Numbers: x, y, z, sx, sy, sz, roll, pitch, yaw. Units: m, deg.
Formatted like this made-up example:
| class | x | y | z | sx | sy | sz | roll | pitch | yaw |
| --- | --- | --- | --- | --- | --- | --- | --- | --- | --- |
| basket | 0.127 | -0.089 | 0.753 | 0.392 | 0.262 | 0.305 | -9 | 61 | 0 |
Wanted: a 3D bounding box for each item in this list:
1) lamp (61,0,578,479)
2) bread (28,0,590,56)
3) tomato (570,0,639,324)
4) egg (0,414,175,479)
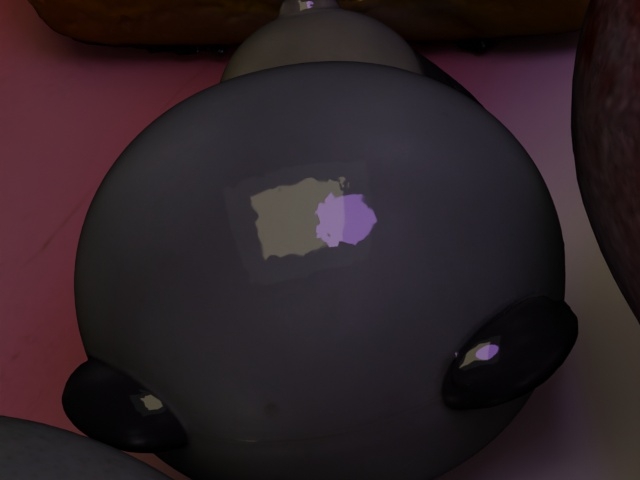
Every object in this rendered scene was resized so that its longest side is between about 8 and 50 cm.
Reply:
| class | x | y | z | sx | sy | sz | roll | pitch | yaw |
| --- | --- | --- | --- | --- | --- | --- | --- | --- | --- |
| lamp | 0.000 | 0.000 | 0.747 | 0.198 | 0.198 | 0.244 | -9 | 31 | 7 |
| bread | 0.005 | -0.256 | 0.933 | 0.337 | 0.148 | 0.328 | 3 | 56 | 14 |
| tomato | 0.244 | -0.039 | 0.624 | 0.282 | 0.316 | 0.317 | -38 | 44 | 34 |
| egg | -0.095 | 0.158 | 0.640 | 0.236 | 0.169 | 0.169 | 35 | 66 | 0 |
